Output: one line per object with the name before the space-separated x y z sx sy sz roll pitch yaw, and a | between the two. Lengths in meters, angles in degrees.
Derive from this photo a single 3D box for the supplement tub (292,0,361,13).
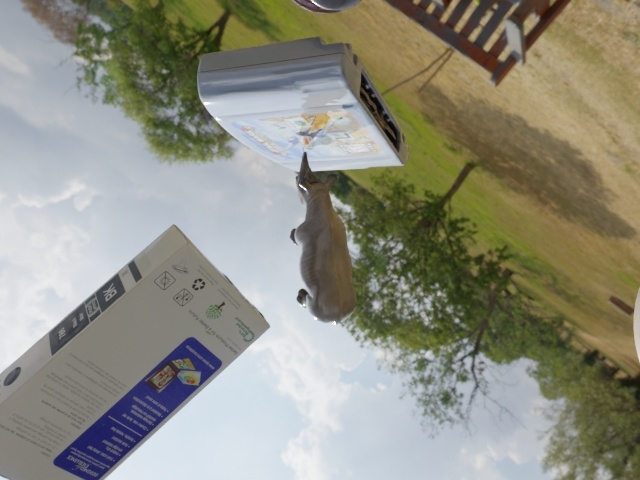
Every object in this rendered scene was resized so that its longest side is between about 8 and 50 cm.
supplement tub | -0.001 -0.289 0.507 0.106 0.106 0.198 31 -153 -33

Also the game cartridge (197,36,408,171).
game cartridge | -0.014 -0.153 0.668 0.198 0.062 0.297 -4 168 22

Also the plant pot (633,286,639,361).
plant pot | 0.421 0.075 0.383 0.323 0.323 0.280 37 163 -7

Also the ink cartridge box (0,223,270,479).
ink cartridge box | -0.229 0.151 0.574 0.065 0.333 0.165 36 165 51

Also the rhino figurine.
rhino figurine | 0.000 0.000 0.705 0.073 0.243 0.106 -8 -179 -15
